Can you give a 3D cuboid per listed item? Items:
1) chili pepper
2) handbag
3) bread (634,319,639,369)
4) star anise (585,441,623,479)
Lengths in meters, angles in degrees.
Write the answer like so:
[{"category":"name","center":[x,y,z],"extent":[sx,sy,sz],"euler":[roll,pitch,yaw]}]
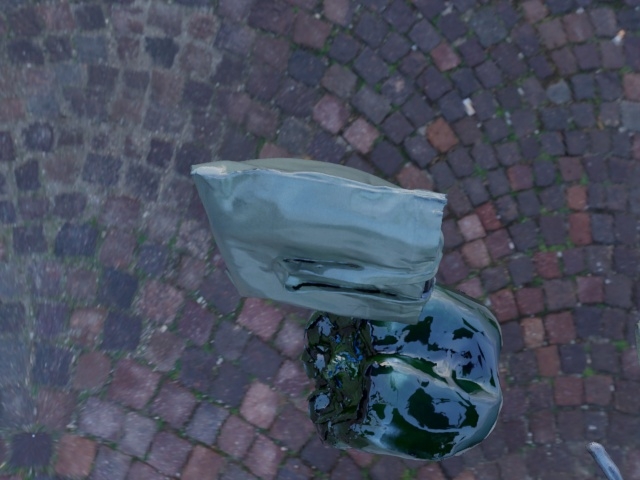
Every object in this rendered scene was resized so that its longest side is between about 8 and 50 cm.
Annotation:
[{"category":"chili pepper","center":[0.116,0.175,1.263],"extent":[0.257,0.233,0.248],"euler":[11,74,-19]},{"category":"handbag","center":[0.004,0.002,0.991],"extent":[0.253,0.316,0.109],"euler":[11,67,5]},{"category":"bread","center":[0.271,0.068,0.417],"extent":[0.210,0.192,0.109],"euler":[-18,102,-13]},{"category":"star anise","center":[0.234,0.330,0.787],"extent":[0.148,0.227,0.218],"euler":[-5,119,19]}]
